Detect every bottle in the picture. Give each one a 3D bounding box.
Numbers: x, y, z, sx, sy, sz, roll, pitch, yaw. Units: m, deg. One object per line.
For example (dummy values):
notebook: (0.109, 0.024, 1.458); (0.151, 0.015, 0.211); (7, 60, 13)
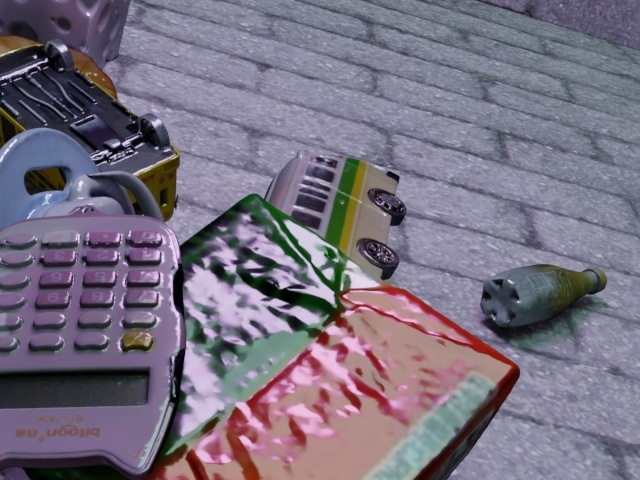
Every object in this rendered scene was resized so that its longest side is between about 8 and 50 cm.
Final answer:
bottle: (0.336, 0.074, 1.640); (0.270, 0.083, 0.083); (-6, 36, -47)

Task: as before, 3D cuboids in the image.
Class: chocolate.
chocolate: (-0.063, 0.169, 1.023); (0.341, 0.161, 0.360); (33, 53, 25)

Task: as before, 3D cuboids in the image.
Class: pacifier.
pacifier: (-0.302, 0.037, 1.160); (0.233, 0.299, 0.244); (-3, 5, 19)

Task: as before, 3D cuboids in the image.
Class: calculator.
calculator: (-0.211, 0.081, 0.957); (0.194, 0.043, 0.294); (-2, 48, -2)

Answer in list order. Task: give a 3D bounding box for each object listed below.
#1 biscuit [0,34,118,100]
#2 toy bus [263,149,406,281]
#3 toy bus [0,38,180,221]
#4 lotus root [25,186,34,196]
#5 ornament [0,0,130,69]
biscuit: (-0.435, -0.229, 1.697); (0.274, 0.091, 0.213); (17, 30, -1)
toy bus: (0.000, 0.000, 1.461); (0.179, 0.143, 0.305); (25, 30, -5)
toy bus: (-0.338, -0.137, 1.511); (0.144, 0.152, 0.330); (-30, 53, -32)
lotus root: (-0.437, -0.057, 1.408); (0.150, 0.062, 0.073); (-7, 44, -40)
ornament: (-0.461, -0.421, 1.873); (0.239, 0.239, 0.240); (20, 27, 0)
